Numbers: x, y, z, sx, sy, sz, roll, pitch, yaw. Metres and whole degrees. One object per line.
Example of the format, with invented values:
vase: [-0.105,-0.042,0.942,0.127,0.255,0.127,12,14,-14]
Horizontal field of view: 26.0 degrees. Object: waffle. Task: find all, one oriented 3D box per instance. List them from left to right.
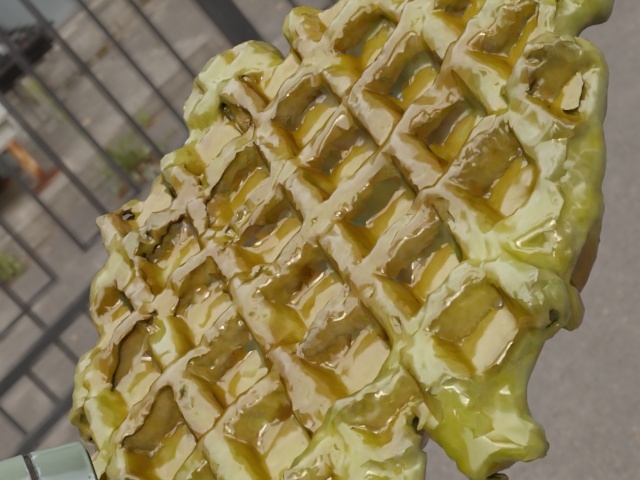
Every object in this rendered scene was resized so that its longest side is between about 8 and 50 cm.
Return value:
waffle: [0.000,0.000,0.632,0.302,0.068,0.324,-14,51,43]

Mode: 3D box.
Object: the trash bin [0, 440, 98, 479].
trash bin: [-0.138,0.149,0.529,0.130,0.116,0.059,-14,-24,-19]
